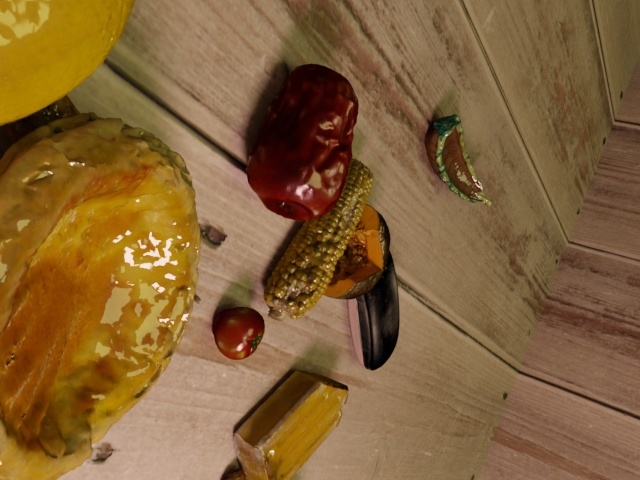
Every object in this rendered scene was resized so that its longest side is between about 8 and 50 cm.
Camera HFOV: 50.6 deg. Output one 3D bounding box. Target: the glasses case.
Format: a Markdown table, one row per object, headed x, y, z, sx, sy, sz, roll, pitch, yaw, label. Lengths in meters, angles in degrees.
| x | y | z | sx | sy | sz | roll | pitch | yaw | label |
| --- | --- | --- | --- | --- | --- | --- | --- | --- | --- |
| 0.114 | 0.145 | 1.430 | 0.122 | 0.075 | 0.314 | -44 | 139 | -38 | glasses case |

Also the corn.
| x | y | z | sx | sy | sz | roll | pitch | yaw | label |
| --- | --- | --- | --- | --- | --- | --- | --- | --- | --- |
| 0.000 | 0.000 | 1.169 | 0.320 | 0.097 | 0.097 | -62 | 147 | -19 | corn |

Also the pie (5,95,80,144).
| x | y | z | sx | sy | sz | roll | pitch | yaw | label |
| --- | --- | --- | --- | --- | --- | --- | --- | --- | --- |
| -0.284 | -0.114 | 0.734 | 0.092 | 0.034 | 0.170 | -59 | 152 | -22 | pie |

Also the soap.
| x | y | z | sx | sy | sz | roll | pitch | yaw | label |
| --- | --- | --- | --- | --- | --- | --- | --- | --- | --- |
| -0.046 | 0.343 | 1.285 | 0.257 | 0.080 | 0.160 | -40 | 138 | -40 | soap |

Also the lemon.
| x | y | z | sx | sy | sz | roll | pitch | yaw | label |
| --- | --- | --- | --- | --- | --- | --- | --- | --- | --- |
| -0.269 | -0.209 | 0.526 | 0.236 | 0.236 | 0.263 | 52 | 43 | -53 | lemon |

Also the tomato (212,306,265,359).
| x | y | z | sx | sy | sz | roll | pitch | yaw | label |
| --- | --- | --- | --- | --- | --- | --- | --- | --- | --- |
| -0.129 | 0.142 | 1.063 | 0.087 | 0.075 | 0.087 | -55 | 159 | -32 | tomato |

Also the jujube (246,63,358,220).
| x | y | z | sx | sy | sz | roll | pitch | yaw | label |
| --- | --- | --- | --- | --- | --- | --- | --- | --- | --- |
| -0.021 | -0.146 | 1.009 | 0.155 | 0.155 | 0.230 | 28 | 80 | -58 | jujube |

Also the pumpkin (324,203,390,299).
| x | y | z | sx | sy | sz | roll | pitch | yaw | label |
| --- | --- | --- | --- | --- | --- | --- | --- | --- | --- |
| 0.070 | 0.031 | 1.262 | 0.107 | 0.119 | 0.183 | 30 | 84 | -46 | pumpkin |

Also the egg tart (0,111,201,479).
| x | y | z | sx | sy | sz | roll | pitch | yaw | label |
| --- | --- | --- | --- | --- | --- | --- | --- | --- | --- |
| -0.262 | 0.050 | 0.682 | 0.388 | 0.169 | 0.388 | 14 | 90 | -75 | egg tart |

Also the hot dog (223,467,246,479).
| x | y | z | sx | sy | sz | roll | pitch | yaw | label |
| --- | --- | --- | --- | --- | --- | --- | --- | --- | --- |
| -0.153 | 0.444 | 1.215 | 0.058 | 0.035 | 0.083 | -39 | 136 | -40 | hot dog |

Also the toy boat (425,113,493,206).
| x | y | z | sx | sy | sz | roll | pitch | yaw | label |
| --- | --- | --- | --- | --- | --- | --- | --- | --- | --- |
| 0.311 | -0.173 | 1.552 | 0.108 | 0.099 | 0.293 | -59 | 139 | -19 | toy boat |
